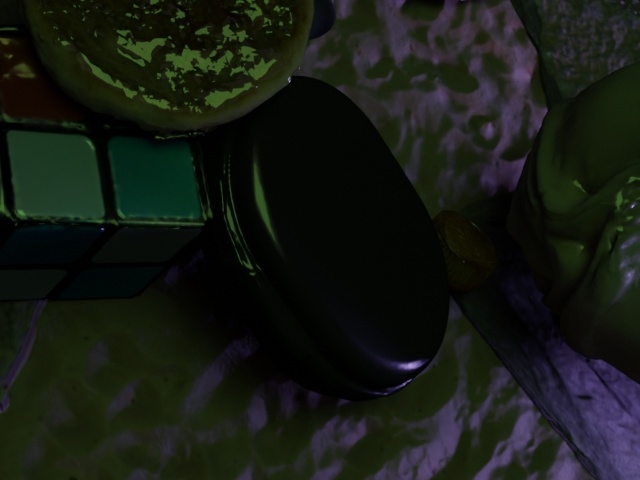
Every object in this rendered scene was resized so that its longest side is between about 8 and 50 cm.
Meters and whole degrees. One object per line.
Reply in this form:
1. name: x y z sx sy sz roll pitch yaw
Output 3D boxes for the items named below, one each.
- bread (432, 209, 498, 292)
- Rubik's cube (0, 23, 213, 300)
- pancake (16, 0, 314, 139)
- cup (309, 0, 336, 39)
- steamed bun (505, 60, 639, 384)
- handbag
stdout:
1. bread: 0.133 0.014 1.365 0.085 0.053 0.085 28 35 -22
2. Rubik's cube: -0.212 -0.059 1.125 0.183 0.167 0.180 -3 69 -31
3. pancake: -0.122 -0.217 1.110 0.282 0.049 0.283 8 67 -21
4. cup: -0.104 -0.188 1.265 0.199 0.199 0.150 30 72 -15
5. steamed bun: 0.323 -0.015 1.399 0.324 0.219 0.310 46 63 -34
6. handbag: -0.001 0.001 1.214 0.308 0.093 0.254 56 39 -18
